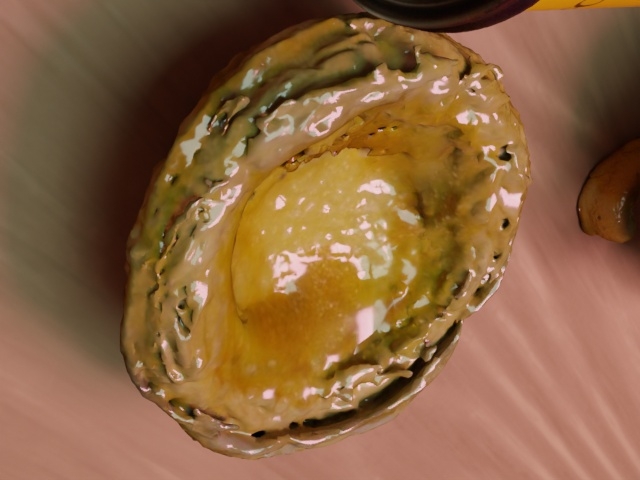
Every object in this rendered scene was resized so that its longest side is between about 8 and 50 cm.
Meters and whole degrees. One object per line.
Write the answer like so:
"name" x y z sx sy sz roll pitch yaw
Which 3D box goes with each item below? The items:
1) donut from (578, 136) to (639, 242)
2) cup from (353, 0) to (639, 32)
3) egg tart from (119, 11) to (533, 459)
"donut" 0.252 -0.041 0.745 0.083 0.038 0.067 -36 130 -9
"cup" 0.126 -0.198 0.463 0.279 0.196 0.196 -6 122 -42
"egg tart" 0.000 0.000 0.539 0.288 0.118 0.288 -19 127 -27
